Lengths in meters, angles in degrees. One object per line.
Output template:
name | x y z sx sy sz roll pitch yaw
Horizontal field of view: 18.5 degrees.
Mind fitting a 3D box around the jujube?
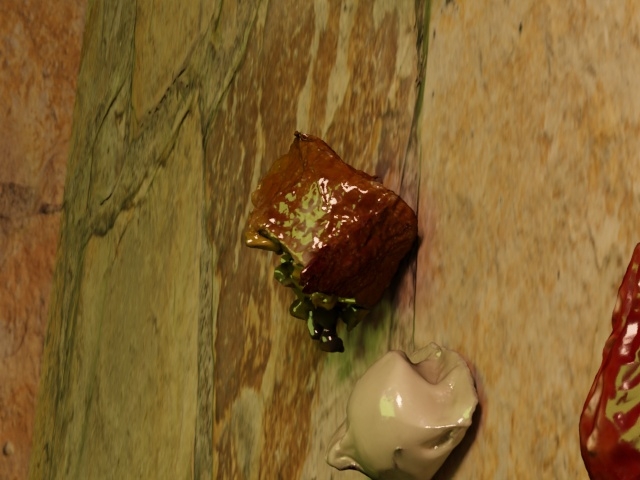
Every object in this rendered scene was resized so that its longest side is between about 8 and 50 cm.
jujube | 0.255 0.082 1.293 0.155 0.155 0.230 163 119 -66

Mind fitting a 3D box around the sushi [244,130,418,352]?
sushi | 0.000 0.000 1.991 0.179 0.167 0.296 -53 31 2

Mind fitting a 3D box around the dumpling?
dumpling | 0.074 0.152 1.806 0.176 0.092 0.150 122 166 -52
